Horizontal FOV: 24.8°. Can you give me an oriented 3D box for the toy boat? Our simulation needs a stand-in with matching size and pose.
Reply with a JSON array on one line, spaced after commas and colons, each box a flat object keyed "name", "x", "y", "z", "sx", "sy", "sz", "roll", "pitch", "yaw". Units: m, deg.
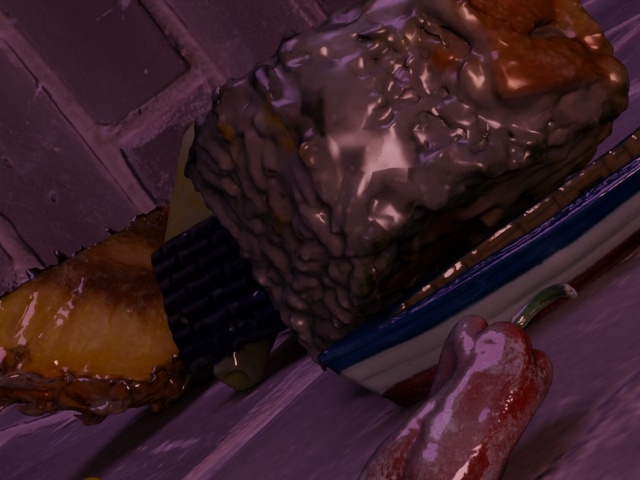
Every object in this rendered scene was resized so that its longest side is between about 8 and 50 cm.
[{"name": "toy boat", "x": 0.101, "y": 0.002, "z": 0.657, "sx": 0.229, "sy": 0.046, "sz": 0.080, "roll": -38, "pitch": 7, "yaw": 8}]

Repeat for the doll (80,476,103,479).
[{"name": "doll", "x": -0.200, "y": 0.199, "z": 0.719, "sx": 0.241, "sy": 0.099, "sz": 0.135, "roll": -38, "pitch": -17, "yaw": -7}]

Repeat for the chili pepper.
[{"name": "chili pepper", "x": 0.038, "y": 0.077, "z": 0.488, "sx": 0.153, "sy": 0.041, "sz": 0.050, "roll": -56, "pitch": -10, "yaw": -14}]

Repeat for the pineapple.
[{"name": "pineapple", "x": -0.144, "y": 0.086, "z": 1.230, "sx": 0.334, "sy": 0.158, "sz": 0.161, "roll": -37, "pitch": -35, "yaw": -35}]

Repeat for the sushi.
[{"name": "sushi", "x": 0.037, "y": -0.039, "z": 0.755, "sx": 0.184, "sy": 0.139, "sz": 0.274, "roll": -28, "pitch": -16, "yaw": -25}]

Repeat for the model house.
[{"name": "model house", "x": 0.000, "y": 0.000, "z": 1.040, "sx": 0.194, "sy": 0.170, "sz": 0.211, "roll": -26, "pitch": 40, "yaw": 35}]
